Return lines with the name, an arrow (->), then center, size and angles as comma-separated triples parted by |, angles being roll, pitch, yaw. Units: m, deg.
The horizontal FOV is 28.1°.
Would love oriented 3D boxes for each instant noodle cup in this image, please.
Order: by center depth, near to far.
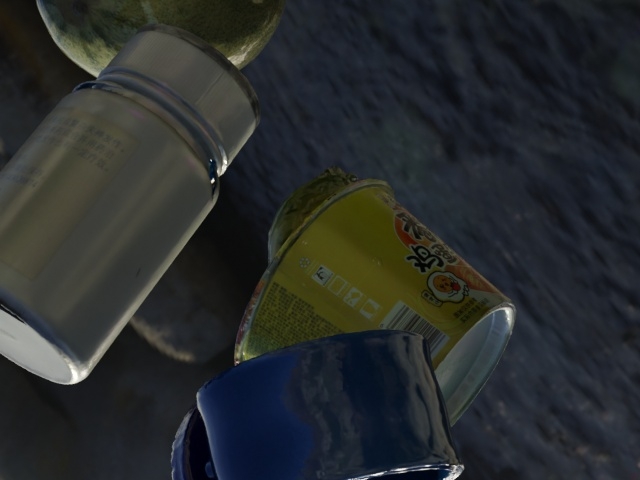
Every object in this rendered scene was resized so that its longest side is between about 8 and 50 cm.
instant noodle cup -> 0.070, 0.092, 1.345 | 0.200, 0.264, 0.264 | 34, 155, 22

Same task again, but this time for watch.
watch -> 0.008, 0.146, 0.882 | 0.200, 0.196, 0.171 | -41, 67, 47

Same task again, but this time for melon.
melon -> -0.169, -0.283, 1.385 | 0.249, 0.329, 0.248 | 10, 112, 26

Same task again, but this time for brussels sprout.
brussels sprout -> -0.002, 0.001, 1.526 | 0.139, 0.181, 0.100 | 40, 174, -24

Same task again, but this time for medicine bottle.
medicine bottle -> -0.162, -0.032, 0.955 | 0.143, 0.258, 0.143 | 29, 156, 14
